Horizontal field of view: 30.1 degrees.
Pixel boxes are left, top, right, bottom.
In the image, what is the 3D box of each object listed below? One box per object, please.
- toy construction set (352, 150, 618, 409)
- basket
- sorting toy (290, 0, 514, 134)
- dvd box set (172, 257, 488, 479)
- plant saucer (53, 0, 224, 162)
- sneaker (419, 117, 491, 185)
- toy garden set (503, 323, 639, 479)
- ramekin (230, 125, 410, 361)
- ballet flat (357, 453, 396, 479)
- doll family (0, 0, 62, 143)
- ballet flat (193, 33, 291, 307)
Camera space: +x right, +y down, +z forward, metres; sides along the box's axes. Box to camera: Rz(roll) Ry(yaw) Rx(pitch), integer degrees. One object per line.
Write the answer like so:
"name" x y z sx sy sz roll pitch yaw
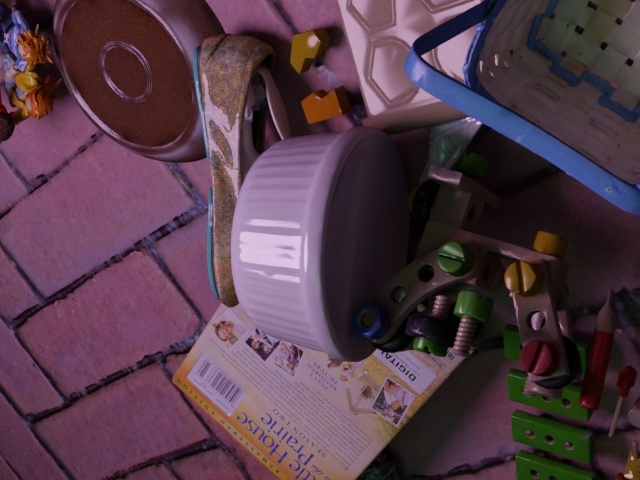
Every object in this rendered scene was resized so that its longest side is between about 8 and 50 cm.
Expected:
"toy construction set" 0.212 0.037 1.312 0.309 0.237 0.257 21 170 -32
"basket" 0.239 -0.153 1.094 0.255 0.289 0.201 34 135 11
"sorting toy" 0.078 -0.234 1.334 0.307 0.041 0.229 -9 105 46
"dvd box set" -0.003 0.160 1.634 0.307 0.062 0.420 41 128 9
"plant saucer" -0.247 -0.232 1.589 0.310 0.050 0.310 19 130 24
"sneaker" 0.151 -0.120 1.368 0.061 0.053 0.152 45 131 15
"toy garden set" 0.336 0.219 1.476 0.204 0.049 0.244 12 127 33
"ramekin" 0.000 0.000 1.370 0.127 0.273 0.273 6 124 23
"ballet flat" 0.033 0.316 1.778 0.188 0.070 0.070 19 131 23
"doll family" -0.429 -0.258 1.660 0.163 0.118 0.263 39 139 45
"ballet flat" -0.088 -0.082 1.484 0.123 0.123 0.348 5 105 35
